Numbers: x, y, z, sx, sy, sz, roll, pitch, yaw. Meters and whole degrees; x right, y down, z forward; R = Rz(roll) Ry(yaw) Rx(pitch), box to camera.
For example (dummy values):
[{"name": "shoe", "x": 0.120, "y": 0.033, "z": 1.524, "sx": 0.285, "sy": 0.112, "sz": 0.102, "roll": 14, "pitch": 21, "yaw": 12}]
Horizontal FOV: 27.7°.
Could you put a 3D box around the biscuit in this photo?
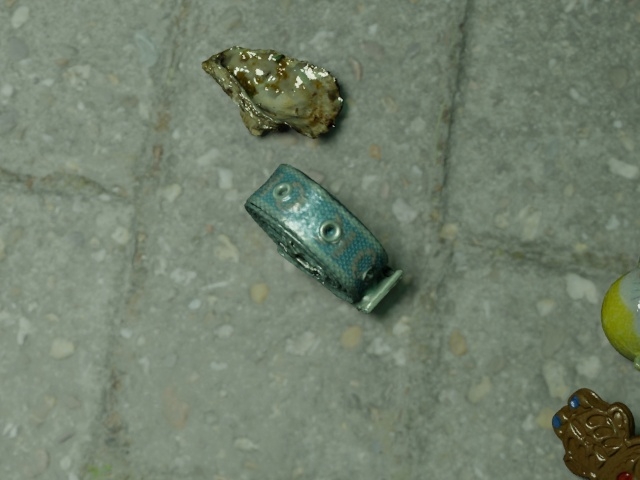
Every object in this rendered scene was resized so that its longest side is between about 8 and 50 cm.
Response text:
[{"name": "biscuit", "x": 0.316, "y": 0.239, "z": 1.372, "sx": 0.026, "sy": 0.124, "sz": 0.175, "roll": -20, "pitch": 60, "yaw": -46}]

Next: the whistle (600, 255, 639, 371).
[{"name": "whistle", "x": 0.380, "y": 0.048, "z": 1.429, "sx": 0.123, "sy": 0.123, "sz": 0.223, "roll": 20, "pitch": 60, "yaw": 6}]

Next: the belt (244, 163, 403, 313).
[{"name": "belt", "x": -0.007, "y": -0.005, "z": 1.428, "sx": 0.082, "sy": 0.147, "sz": 0.163, "roll": -49, "pitch": 51, "yaw": -9}]

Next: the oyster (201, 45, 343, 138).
[{"name": "oyster", "x": -0.061, "y": -0.174, "z": 1.522, "sx": 0.177, "sy": 0.056, "sz": 0.105, "roll": 19, "pitch": 63, "yaw": 5}]
